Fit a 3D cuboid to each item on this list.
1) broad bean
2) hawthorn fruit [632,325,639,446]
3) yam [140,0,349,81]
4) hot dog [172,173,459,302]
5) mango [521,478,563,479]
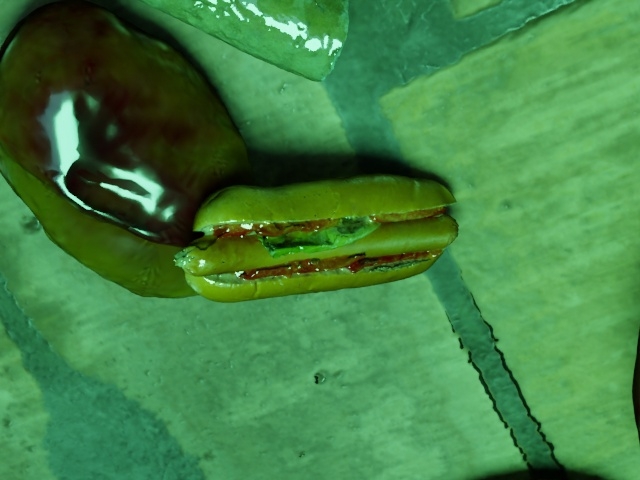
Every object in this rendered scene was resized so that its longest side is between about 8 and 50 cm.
[{"bbox_3d":[-0.138,-0.061,0.855,0.156,0.122,0.228,-42,116,-7],"label":"broad bean"},{"bbox_3d":[0.356,0.111,0.821,0.308,0.325,0.308,0,90,14],"label":"hawthorn fruit"},{"bbox_3d":[-0.065,-0.175,0.820,0.179,0.078,0.078,24,114,-11],"label":"yam"},{"bbox_3d":[0.000,0.000,0.855,0.235,0.062,0.092,-10,127,-33],"label":"hot dog"},{"bbox_3d":[0.184,0.267,1.006,0.221,0.120,0.152,-14,118,1],"label":"mango"}]
